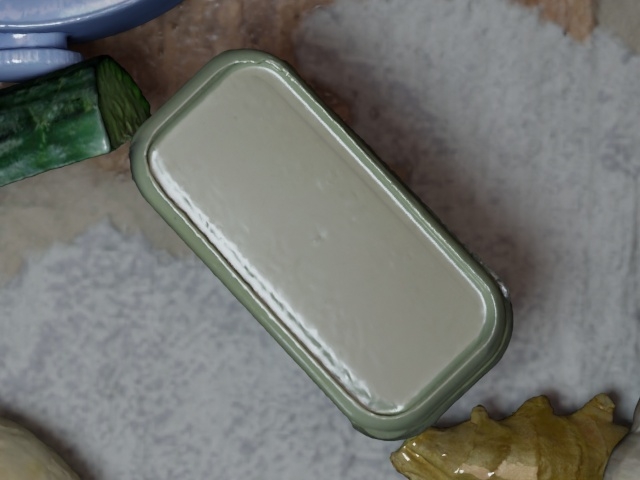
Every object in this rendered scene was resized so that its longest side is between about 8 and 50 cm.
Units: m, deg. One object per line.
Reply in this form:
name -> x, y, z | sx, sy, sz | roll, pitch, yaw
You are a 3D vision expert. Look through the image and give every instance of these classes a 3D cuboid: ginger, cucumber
ginger -> 0.159, 0.164, 1.320 | 0.205, 0.081, 0.115 | 24, 119, -10
cucumber -> -0.233, -0.066, 1.261 | 0.244, 0.115, 0.063 | -17, 99, 23

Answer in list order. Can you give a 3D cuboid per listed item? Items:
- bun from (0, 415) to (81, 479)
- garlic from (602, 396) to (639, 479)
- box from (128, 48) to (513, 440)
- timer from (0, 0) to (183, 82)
bun -> -0.281, 0.262, 1.257 | 0.299, 0.165, 0.299 | 0, 91, -1
garlic -> 0.323, 0.171, 1.247 | 0.219, 0.212, 0.218 | -6, 101, -34
box -> 0.000, 0.000, 1.263 | 0.138, 0.178, 0.274 | -42, 92, -2
timer -> -0.204, -0.298, 1.259 | 0.395, 0.173, 0.395 | 0, 90, -4
